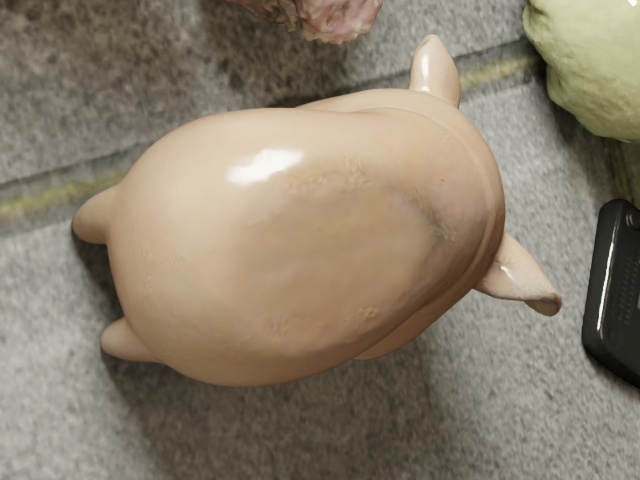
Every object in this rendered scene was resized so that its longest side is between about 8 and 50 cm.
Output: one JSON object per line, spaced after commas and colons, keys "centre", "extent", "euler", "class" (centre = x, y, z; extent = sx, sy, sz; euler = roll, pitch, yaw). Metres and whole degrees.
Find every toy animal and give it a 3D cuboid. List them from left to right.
{"centre": [0.002, -0.010, 0.823], "extent": [0.250, 0.154, 0.166], "euler": [-19, 101, -44], "class": "toy animal"}

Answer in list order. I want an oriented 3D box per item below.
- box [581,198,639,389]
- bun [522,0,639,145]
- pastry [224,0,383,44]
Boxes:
{"centre": [0.242, 0.047, 1.150], "extent": [0.126, 0.027, 0.125], "euler": [30, 63, -38], "class": "box"}
{"centre": [0.235, -0.190, 1.097], "extent": [0.259, 0.160, 0.259], "euler": [-14, 109, -47], "class": "bun"}
{"centre": [0.001, -0.241, 0.903], "extent": [0.103, 0.112, 0.265], "euler": [27, 75, -40], "class": "pastry"}
